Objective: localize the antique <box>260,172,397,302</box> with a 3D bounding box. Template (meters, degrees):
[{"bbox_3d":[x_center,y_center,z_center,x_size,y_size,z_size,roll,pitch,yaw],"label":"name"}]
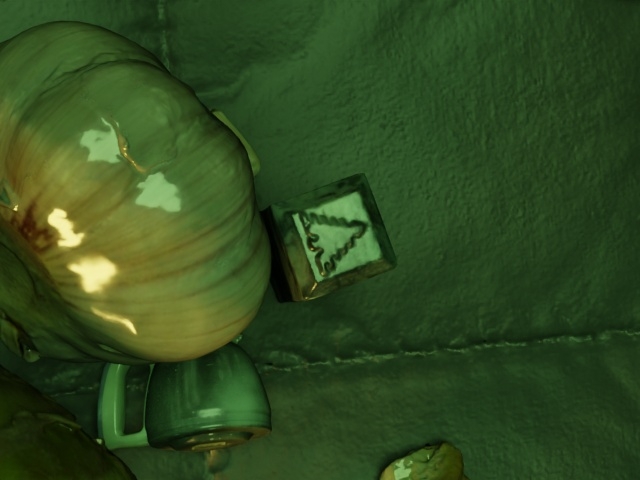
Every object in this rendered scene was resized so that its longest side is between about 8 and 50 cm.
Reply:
[{"bbox_3d":[0.000,0.000,1.250,0.086,0.183,0.088,-21,91,-10],"label":"antique"}]

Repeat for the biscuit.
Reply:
[{"bbox_3d":[0.074,0.270,1.311,0.183,0.061,0.118,-39,95,-9],"label":"biscuit"}]

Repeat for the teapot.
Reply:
[{"bbox_3d":[-0.115,0.133,1.281,0.111,0.149,0.108,11,66,-46],"label":"teapot"}]

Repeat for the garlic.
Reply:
[{"bbox_3d":[-0.178,-0.034,1.166,0.322,0.322,0.241,25,56,-7],"label":"garlic"}]

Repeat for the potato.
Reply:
[{"bbox_3d":[-0.291,0.179,1.158,0.300,0.246,0.196,4,101,-3],"label":"potato"}]
